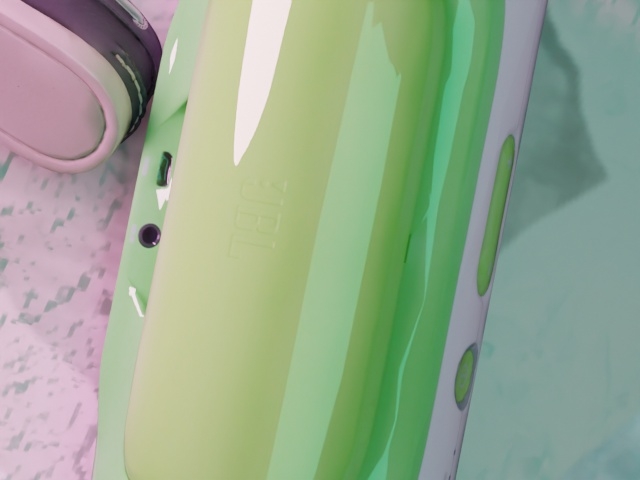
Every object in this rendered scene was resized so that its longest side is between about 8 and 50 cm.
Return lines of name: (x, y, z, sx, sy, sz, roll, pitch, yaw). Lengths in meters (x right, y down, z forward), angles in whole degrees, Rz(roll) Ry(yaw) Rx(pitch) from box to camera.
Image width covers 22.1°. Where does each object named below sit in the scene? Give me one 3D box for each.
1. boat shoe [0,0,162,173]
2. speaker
boat shoe: (-0.144, -0.109, 0.591, 0.206, 0.075, 0.065, 40, 39, -5)
speaker: (0.000, 0.000, 0.579, 0.131, 0.131, 0.296, 12, 88, -12)
